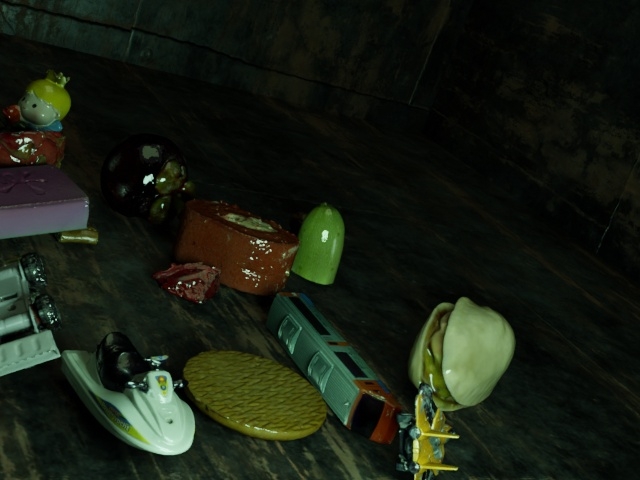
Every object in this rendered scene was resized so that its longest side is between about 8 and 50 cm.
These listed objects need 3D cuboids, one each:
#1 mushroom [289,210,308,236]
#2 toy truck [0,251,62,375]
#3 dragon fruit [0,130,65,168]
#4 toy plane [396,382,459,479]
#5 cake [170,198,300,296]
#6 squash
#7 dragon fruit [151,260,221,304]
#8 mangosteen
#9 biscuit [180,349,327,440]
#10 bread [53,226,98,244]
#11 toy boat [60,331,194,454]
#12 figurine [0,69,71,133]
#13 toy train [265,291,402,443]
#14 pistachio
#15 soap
[{"bbox_3d":[-0.022,-0.035,2.584,0.127,0.087,0.127,20,14,-5],"label":"mushroom"},{"bbox_3d":[-0.483,0.122,1.591,0.136,0.111,0.286,-18,40,-12],"label":"toy truck"},{"bbox_3d":[-0.666,-0.157,2.200,0.224,0.148,0.218,-8,2,-39],"label":"dragon fruit"},{"bbox_3d":[0.181,0.334,1.703,0.103,0.204,0.316,2,-3,7],"label":"toy plane"},{"bbox_3d":[-0.191,0.015,2.155,0.283,0.150,0.177,28,21,25],"label":"cake"},{"bbox_3d":[0.000,0.000,2.364,0.123,0.186,0.123,14,14,-4],"label":"squash"},{"bbox_3d":[-0.271,0.072,2.044,0.131,0.063,0.097,21,18,2],"label":"dragon fruit"},{"bbox_3d":[-0.381,-0.127,2.306,0.250,0.211,0.211,38,23,16],"label":"mangosteen"},{"bbox_3d":[-0.115,0.264,1.702,0.262,0.037,0.262,19,19,-7],"label":"biscuit"},{"bbox_3d":[-0.506,-0.012,2.077,0.083,0.036,0.047,5,22,-32],"label":"bread"},{"bbox_3d":[-0.279,0.221,1.506,0.141,0.140,0.269,4,10,-41],"label":"toy boat"},{"bbox_3d":[-0.695,-0.299,2.384,0.185,0.234,0.127,9,25,-31],"label":"figurine"},{"bbox_3d":[0.015,0.230,1.862,0.089,0.086,0.409,8,22,-31],"label":"toy train"},{"bbox_3d":[0.279,0.232,2.001,0.194,0.213,0.318,-19,7,33],"label":"pistachio"},{"bbox_3d":[-0.622,-0.079,2.015,0.259,0.081,0.181,-8,32,-39],"label":"soap"}]
